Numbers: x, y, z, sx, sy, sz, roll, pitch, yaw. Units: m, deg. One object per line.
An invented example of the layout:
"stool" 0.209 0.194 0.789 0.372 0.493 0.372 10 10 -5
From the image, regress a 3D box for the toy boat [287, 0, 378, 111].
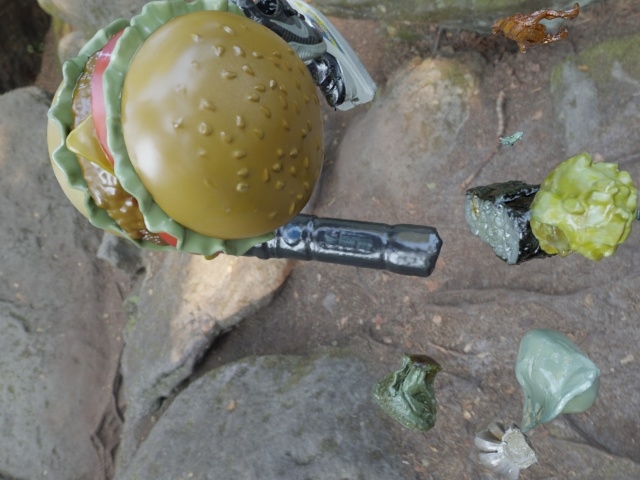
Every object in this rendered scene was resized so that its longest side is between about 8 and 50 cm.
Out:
"toy boat" -0.002 -0.390 1.164 0.141 0.270 0.140 -39 29 27

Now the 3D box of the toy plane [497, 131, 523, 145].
"toy plane" 0.604 -0.318 1.682 0.083 0.080 0.033 -19 76 53

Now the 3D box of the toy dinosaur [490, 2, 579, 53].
"toy dinosaur" 0.586 -0.572 1.439 0.208 0.097 0.432 -7 23 6

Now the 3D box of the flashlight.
"flashlight" 0.000 0.000 0.943 0.425 0.103 0.103 7 60 18

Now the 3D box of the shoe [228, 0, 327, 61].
"shoe" -0.067 -0.331 0.834 0.099 0.112 0.227 4 28 30

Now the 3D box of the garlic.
"garlic" 0.438 0.491 1.298 0.127 0.131 0.194 -49 -2 5

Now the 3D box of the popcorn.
"popcorn" 0.412 -0.050 0.831 0.173 0.142 0.173 -53 5 6

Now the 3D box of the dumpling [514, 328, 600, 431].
"dumpling" 0.618 0.363 1.396 0.212 0.321 0.269 -7 66 27

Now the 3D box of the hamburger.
"hamburger" -0.118 -0.112 0.562 0.212 0.274 0.274 1 58 39

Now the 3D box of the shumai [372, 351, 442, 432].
"shumai" 0.304 0.493 1.756 0.225 0.260 0.222 35 68 13

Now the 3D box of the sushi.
"sushi" 0.552 -0.065 1.535 0.171 0.210 0.350 -15 18 -5
